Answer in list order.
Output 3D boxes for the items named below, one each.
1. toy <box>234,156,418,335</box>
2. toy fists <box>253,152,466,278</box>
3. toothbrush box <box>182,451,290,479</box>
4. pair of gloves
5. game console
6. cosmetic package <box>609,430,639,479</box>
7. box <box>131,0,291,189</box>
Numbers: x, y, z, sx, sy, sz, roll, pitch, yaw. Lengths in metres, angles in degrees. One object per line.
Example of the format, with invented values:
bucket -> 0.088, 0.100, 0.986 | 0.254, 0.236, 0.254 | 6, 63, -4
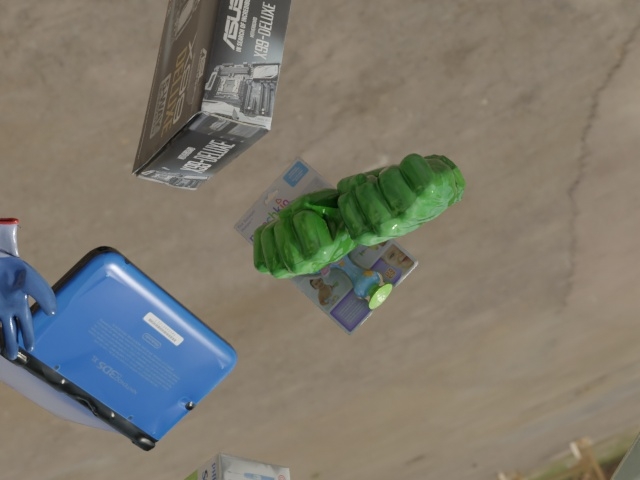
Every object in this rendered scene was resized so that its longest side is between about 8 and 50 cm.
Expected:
toy -> 0.000, 0.000, 1.748 | 0.137, 0.237, 0.056 | -47, 161, -2
toy fists -> 0.038, -0.030, 1.576 | 0.279, 0.096, 0.142 | -22, -175, 31
toothbrush box -> -0.160, 0.451, 1.792 | 0.122, 0.206, 0.283 | 17, 138, -31
pair of gloves -> -0.368, 0.048, 1.306 | 0.198, 0.159, 0.023 | -2, -159, -5
game console -> -0.294, 0.123, 1.591 | 0.250, 0.173, 0.293 | -44, 136, 0
cosmetic package -> 0.522, 0.278, 1.816 | 0.153, 0.129, 0.296 | -37, 154, -41
box -> -0.102, -0.228, 1.345 | 0.077, 0.307, 0.242 | 15, 164, -19
